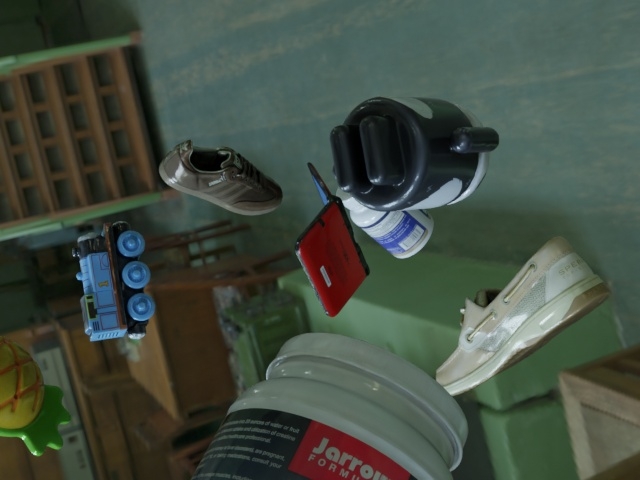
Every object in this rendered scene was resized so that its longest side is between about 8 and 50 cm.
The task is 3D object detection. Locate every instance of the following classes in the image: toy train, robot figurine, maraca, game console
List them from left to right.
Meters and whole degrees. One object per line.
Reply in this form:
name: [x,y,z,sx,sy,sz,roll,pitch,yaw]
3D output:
maraca: [-0.375,0.181,1.130,0.186,0.099,0.127,43,-150,-26]
toy train: [-0.312,0.062,1.427,0.080,0.105,0.184,141,120,-66]
game console: [0.000,0.000,1.168,0.085,0.124,0.144,20,150,36]
robot figurine: [0.137,-0.128,1.430,0.209,0.278,0.173,36,117,33]

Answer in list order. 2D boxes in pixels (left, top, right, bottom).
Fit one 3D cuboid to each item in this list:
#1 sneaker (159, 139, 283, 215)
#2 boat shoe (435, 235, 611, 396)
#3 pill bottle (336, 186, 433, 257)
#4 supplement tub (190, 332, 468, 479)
sneaker: [-0.120,-0.085,1.278,0.071,0.188,0.066,-42,49,41]
boat shoe: [0.227,0.101,1.173,0.098,0.109,0.302,57,142,15]
pill bottle: [0.124,-0.058,1.863,0.187,0.112,0.112,39,176,-28]
supplement tub: [-0.015,0.225,0.701,0.191,0.272,0.191,21,147,14]
